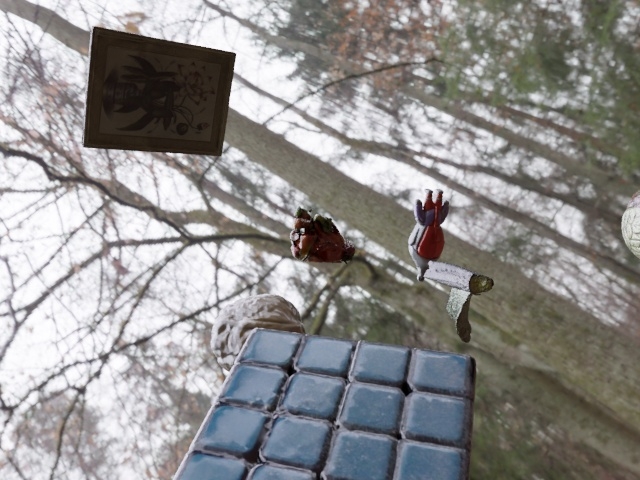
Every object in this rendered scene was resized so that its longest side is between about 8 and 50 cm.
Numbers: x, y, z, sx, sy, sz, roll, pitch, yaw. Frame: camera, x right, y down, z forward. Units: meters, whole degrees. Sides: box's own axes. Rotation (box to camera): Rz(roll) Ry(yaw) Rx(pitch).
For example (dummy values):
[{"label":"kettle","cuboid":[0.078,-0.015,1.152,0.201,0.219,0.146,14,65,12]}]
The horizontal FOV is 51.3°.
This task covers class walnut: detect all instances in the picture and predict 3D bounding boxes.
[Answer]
[{"label":"walnut","cuboid":[-0.122,0.195,1.361,0.178,0.230,0.178,17,-116,-41]}]

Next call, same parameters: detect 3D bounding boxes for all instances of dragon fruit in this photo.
[{"label":"dragon fruit","cuboid":[0.000,0.000,1.455,0.142,0.138,0.175,-65,-35,-44]}]

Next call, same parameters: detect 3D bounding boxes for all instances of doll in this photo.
[{"label":"doll","cuboid":[0.256,-0.010,1.591,0.102,0.075,0.228,-2,-73,-24]}]

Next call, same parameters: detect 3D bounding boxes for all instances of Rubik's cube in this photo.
[{"label":"Rubik's cube","cuboid":[0.022,0.362,0.897,0.344,0.336,0.344,-67,-21,-57]}]

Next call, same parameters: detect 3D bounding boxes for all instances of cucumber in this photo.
[{"label":"cucumber","cuboid":[0.197,0.052,0.961,0.034,0.135,0.033,8,-85,-23]}]

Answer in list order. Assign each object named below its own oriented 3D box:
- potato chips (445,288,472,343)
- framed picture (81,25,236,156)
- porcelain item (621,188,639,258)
[{"label":"potato chips","cuboid":[0.356,0.174,1.681,0.059,0.228,0.167,-5,-83,5]},{"label":"framed picture","cuboid":[-0.238,-0.217,1.005,0.231,0.010,0.173,-2,-70,-37]},{"label":"porcelain item","cuboid":[0.654,-0.001,1.152,0.252,0.253,0.253,-23,-51,-32]}]
